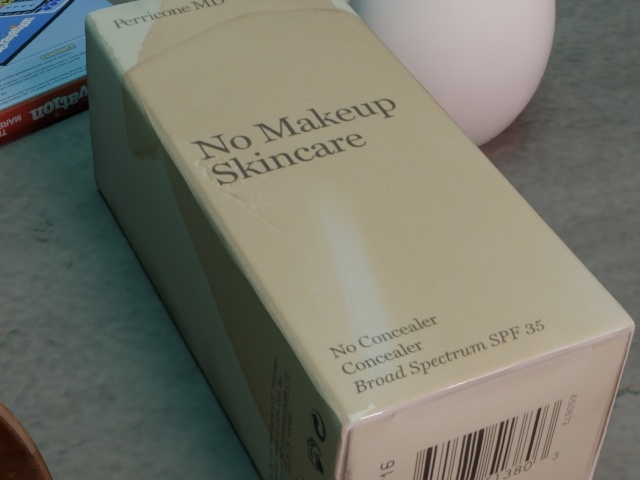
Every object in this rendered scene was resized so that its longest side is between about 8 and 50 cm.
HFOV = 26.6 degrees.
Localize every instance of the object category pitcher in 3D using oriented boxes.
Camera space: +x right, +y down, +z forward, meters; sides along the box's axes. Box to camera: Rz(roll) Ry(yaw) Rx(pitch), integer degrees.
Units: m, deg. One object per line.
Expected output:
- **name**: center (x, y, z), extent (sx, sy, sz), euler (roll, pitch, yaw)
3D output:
- **pitcher**: center (0.053, -0.158, 0.790), extent (0.177, 0.207, 0.125), euler (3, 42, 0)

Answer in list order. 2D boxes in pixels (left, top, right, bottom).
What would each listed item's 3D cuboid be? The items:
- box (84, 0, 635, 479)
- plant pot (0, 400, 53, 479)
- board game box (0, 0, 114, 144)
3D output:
- **box**: center (0.000, 0.000, 0.673), extent (0.148, 0.121, 0.311), euler (-18, 46, -22)
- **plant pot**: center (-0.216, 0.165, 0.434), extent (0.230, 0.215, 0.215), euler (-8, 41, 9)
- **board game box**: center (-0.251, -0.096, 0.830), extent (0.281, 0.027, 0.145), euler (-29, 53, -31)
